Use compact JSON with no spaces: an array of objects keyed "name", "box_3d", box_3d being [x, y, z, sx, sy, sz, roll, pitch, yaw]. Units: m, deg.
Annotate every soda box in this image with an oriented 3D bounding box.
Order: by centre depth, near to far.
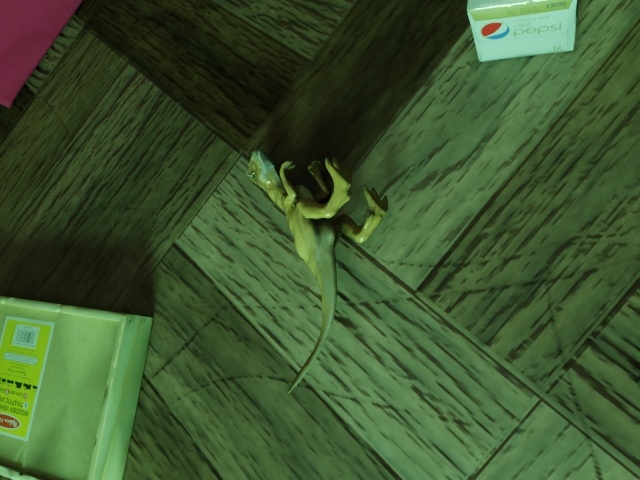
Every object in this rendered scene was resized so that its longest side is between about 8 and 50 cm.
[{"name":"soda box","box_3d":[0.162,-0.256,0.389,0.074,0.069,0.216,2,78,25]}]

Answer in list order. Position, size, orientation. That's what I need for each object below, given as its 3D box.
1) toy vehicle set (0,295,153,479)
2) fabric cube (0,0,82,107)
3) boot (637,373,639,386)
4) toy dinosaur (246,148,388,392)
[{"name":"toy vehicle set","box_3d":[-0.299,0.144,0.510,0.267,0.035,0.165,3,78,25]},{"name":"fabric cube","box_3d":[-0.467,-0.370,0.601,0.259,0.254,0.258,39,94,27]},{"name":"boot","box_3d":[0.304,0.026,0.243,0.237,0.085,0.178,11,78,25]},{"name":"toy dinosaur","box_3d":[0.000,0.000,0.410,0.112,0.064,0.211,-42,53,29]}]
